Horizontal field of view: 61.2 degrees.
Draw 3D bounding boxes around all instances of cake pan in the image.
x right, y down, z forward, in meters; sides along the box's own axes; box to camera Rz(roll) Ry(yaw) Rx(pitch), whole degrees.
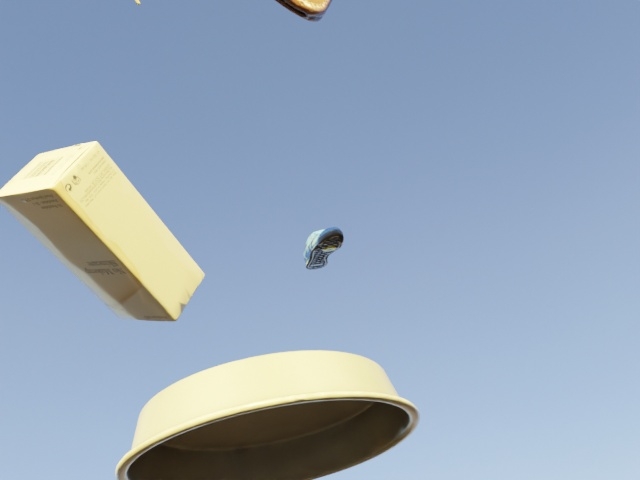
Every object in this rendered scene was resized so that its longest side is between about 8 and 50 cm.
[{"bbox_3d":[-0.049,0.190,0.541,0.293,0.054,0.293,-9,-35,-7],"label":"cake pan"}]

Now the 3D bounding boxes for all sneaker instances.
[{"bbox_3d":[0.000,0.000,1.294,0.069,0.082,0.209,-2,-21,-16],"label":"sneaker"}]

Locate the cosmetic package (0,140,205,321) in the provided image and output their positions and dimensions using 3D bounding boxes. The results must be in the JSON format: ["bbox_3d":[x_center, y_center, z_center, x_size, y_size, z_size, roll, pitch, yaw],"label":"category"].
[{"bbox_3d":[-0.354,-0.002,0.905,0.160,0.113,0.309,-4,-47,32],"label":"cosmetic package"}]

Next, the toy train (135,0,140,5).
[{"bbox_3d":[-0.373,-0.455,0.820,0.105,0.143,0.248,-42,-63,-14],"label":"toy train"}]

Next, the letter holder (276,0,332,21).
[{"bbox_3d":[-0.073,-0.299,0.315,0.301,0.214,0.152,33,-53,-13],"label":"letter holder"}]
